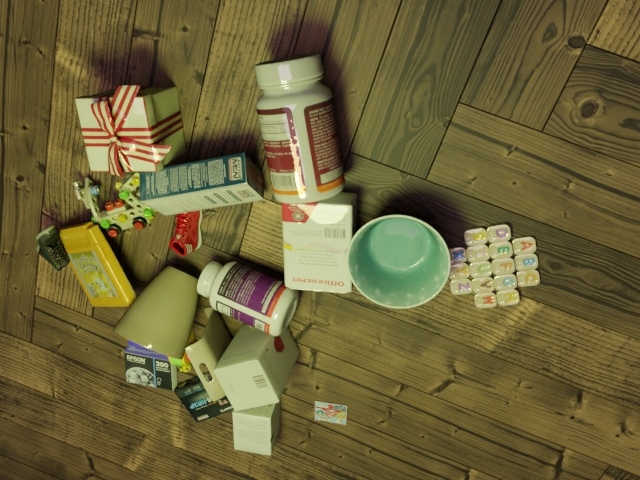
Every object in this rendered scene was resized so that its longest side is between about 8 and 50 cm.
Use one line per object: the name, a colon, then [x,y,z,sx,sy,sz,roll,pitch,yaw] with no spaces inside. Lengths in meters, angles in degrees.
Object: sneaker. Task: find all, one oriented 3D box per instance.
sneaker: [-0.943,0.026,1.987,0.118,0.083,0.222,48,146,-2]
sneaker: [-0.456,-0.050,1.874,0.087,0.128,0.221,-1,113,13]

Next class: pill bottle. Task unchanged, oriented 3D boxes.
pill bottle: [-0.062,-0.324,1.611,0.224,0.224,0.392,-4,112,14]
pill bottle: [-0.247,0.186,1.891,0.323,0.181,0.181,22,117,12]

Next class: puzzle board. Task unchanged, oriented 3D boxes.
puzzle board: [0.039,0.666,2.145,0.128,0.011,0.096,6,114,11]

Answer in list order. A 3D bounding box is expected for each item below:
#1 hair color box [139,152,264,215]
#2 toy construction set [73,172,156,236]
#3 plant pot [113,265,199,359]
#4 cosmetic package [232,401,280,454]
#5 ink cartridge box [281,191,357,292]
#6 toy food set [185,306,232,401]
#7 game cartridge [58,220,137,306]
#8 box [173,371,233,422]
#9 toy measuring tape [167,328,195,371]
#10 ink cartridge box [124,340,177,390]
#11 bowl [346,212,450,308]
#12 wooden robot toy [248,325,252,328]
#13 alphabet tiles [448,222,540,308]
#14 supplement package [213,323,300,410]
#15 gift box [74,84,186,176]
hair color box: [-0.369,-0.172,1.750,0.347,0.174,0.105,-8,76,10]
toy construction set: [-0.683,-0.132,1.877,0.327,0.151,0.215,-3,137,22]
plant pot: [-0.536,0.237,1.944,0.256,0.256,0.274,25,80,1]
cosmetic package: [-0.243,0.695,2.144,0.151,0.151,0.184,6,115,10]
ink cartridge box: [0.000,0.000,1.792,0.226,0.131,0.306,5,116,10]
toy food set: [-0.383,0.390,1.962,0.092,0.306,0.220,-21,107,6]
game cartridge: [-0.815,0.092,2.002,0.285,0.052,0.324,-6,115,42]
box: [-0.446,0.615,2.210,0.220,0.051,0.175,-24,106,21]
toy measuring tape: [-0.527,0.362,2.082,0.121,0.121,0.330,3,114,12]
ink cartridge box: [-0.675,0.487,2.210,0.206,0.045,0.208,8,114,10]
bowl: [0.244,0.039,1.734,0.311,0.163,0.312,4,113,9]
wooden robot toy: [-0.290,0.256,2.017,0.173,0.076,0.079,34,158,19]
alphabet tiles: [0.544,0.085,1.768,0.278,0.021,0.284,-9,111,16]
supplement package: [-0.212,0.416,1.933,0.175,0.293,0.177,-18,109,19]
gift box: [-0.558,-0.350,1.693,0.276,0.258,0.255,-3,113,15]
